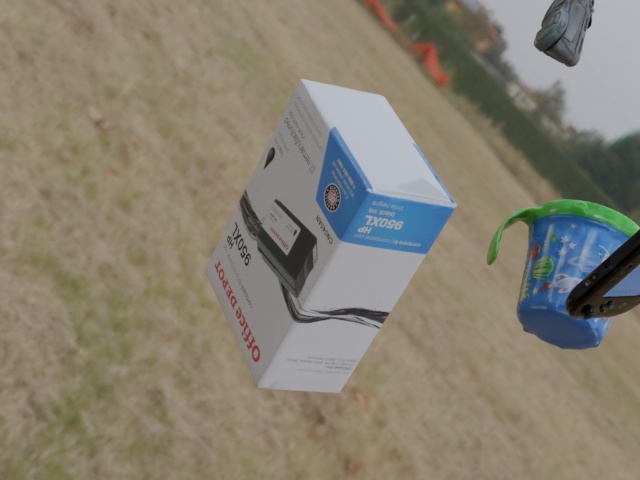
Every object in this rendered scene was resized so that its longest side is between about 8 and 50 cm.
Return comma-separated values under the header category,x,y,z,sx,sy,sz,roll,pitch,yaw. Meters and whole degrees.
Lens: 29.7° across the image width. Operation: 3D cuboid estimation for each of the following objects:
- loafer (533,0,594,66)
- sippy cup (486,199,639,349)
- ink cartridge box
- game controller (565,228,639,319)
category,x,y,z,sx,sy,sz,roll,pitch,yaw
loafer,0.473,-0.410,2.289,0.084,0.096,0.267,42,42,-9
sippy cup,0.479,0.077,2.280,0.305,0.224,0.240,8,-30,32
ink cartridge box,0.000,0.000,1.854,0.166,0.395,0.285,7,36,-32
game controller,0.534,0.030,1.933,0.166,0.319,0.067,8,50,-32
